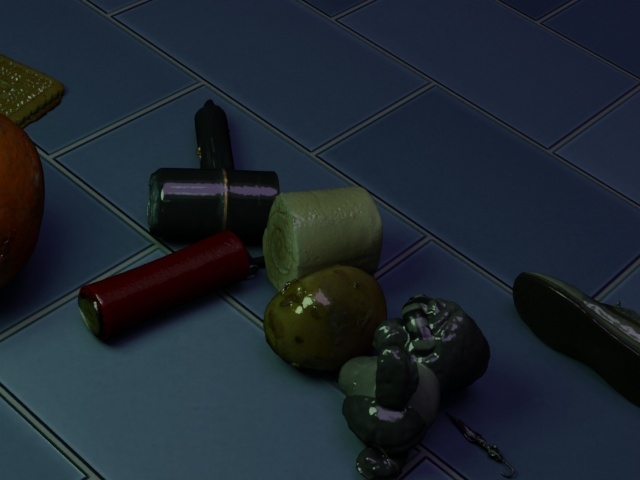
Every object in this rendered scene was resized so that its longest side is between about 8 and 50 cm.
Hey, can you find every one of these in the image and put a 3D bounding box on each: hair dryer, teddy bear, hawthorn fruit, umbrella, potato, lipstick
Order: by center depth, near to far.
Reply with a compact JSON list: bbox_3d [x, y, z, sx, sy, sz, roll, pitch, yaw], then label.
[{"bbox_3d":[0.102,0.163,1.519,0.144,0.171,0.251,28,47,28],"label":"teddy bear"},{"bbox_3d":[-0.483,-0.022,1.547,0.276,0.276,0.307,-9,60,-21],"label":"hawthorn fruit"},{"bbox_3d":[0.208,0.260,1.552,0.022,0.013,0.122,-37,59,-15],"label":"umbrella"},{"bbox_3d":[0.013,0.104,1.595,0.176,0.137,0.137,-23,52,-20],"label":"potato"},{"bbox_3d":[-0.210,0.058,1.633,0.241,0.080,0.080,-22,52,-32],"label":"lipstick"},{"bbox_3d":[-0.084,0.025,1.736,0.083,0.026,0.047,-12,48,-29],"label":"hair dryer"},{"bbox_3d":[-0.179,-0.124,1.840,0.189,0.107,0.352,1,35,-13],"label":"hair dryer"}]

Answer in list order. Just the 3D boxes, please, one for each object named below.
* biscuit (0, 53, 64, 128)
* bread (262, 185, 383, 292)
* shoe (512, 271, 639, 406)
[{"bbox_3d":[-0.557,-0.254,1.935,0.254,0.029,0.172,26,43,15],"label":"biscuit"},{"bbox_3d":[0.000,0.000,1.683,0.141,0.148,0.134,-8,31,-27],"label":"bread"},{"bbox_3d":[0.392,0.125,1.678,0.275,0.103,0.098,38,47,19],"label":"shoe"}]
